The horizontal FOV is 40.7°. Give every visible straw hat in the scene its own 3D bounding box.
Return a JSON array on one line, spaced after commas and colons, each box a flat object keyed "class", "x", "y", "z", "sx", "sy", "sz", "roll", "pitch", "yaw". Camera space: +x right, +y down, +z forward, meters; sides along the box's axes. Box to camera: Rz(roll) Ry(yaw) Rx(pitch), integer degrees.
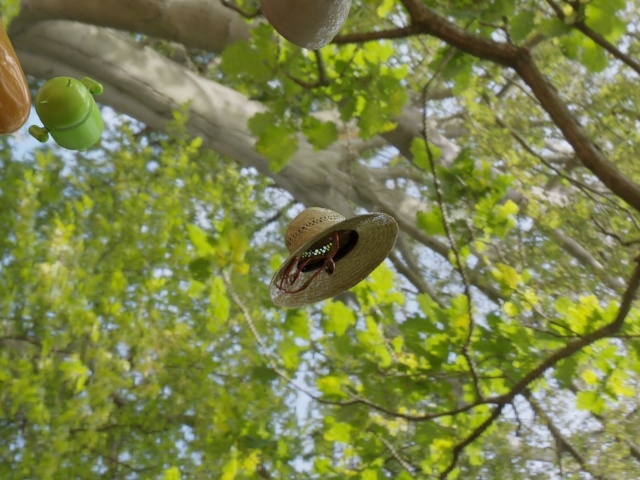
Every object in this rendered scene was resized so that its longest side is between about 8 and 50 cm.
[{"class": "straw hat", "x": 0.000, "y": 0.000, "z": 0.850, "sx": 0.144, "sy": 0.144, "sz": 0.061, "roll": -44, "pitch": -121, "yaw": 17}]

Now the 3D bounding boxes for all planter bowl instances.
[{"class": "planter bowl", "x": -0.010, "y": -0.420, "z": 1.453, "sx": 0.109, "sy": 0.162, "sz": 0.162, "roll": -32, "pitch": -120, "yaw": 46}]

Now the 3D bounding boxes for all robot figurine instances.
[{"class": "robot figurine", "x": -0.302, "y": -0.152, "z": 1.039, "sx": 0.067, "sy": 0.115, "sz": 0.101, "roll": 42, "pitch": -104, "yaw": 14}]

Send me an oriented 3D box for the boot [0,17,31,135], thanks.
[{"class": "boot", "x": -0.331, "y": -0.230, "z": 0.794, "sx": 0.211, "sy": 0.295, "sz": 0.104, "roll": -1, "pitch": -141, "yaw": 45}]
